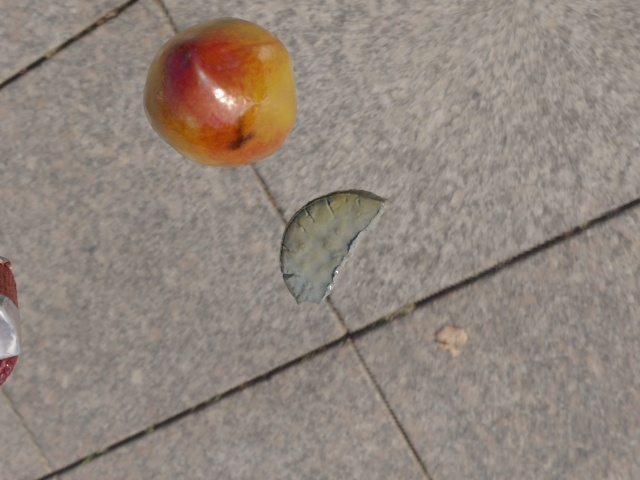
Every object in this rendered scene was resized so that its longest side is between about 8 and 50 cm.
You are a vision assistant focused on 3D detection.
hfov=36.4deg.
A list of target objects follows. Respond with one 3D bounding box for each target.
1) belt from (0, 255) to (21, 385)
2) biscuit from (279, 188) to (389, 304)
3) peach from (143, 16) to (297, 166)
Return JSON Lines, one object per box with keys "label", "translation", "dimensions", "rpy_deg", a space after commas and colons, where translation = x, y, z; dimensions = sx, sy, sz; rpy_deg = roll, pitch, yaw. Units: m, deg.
{"label": "belt", "translation": [-0.335, 0.085, 0.770], "dimensions": [0.201, 0.124, 0.128], "rpy_deg": [-24, 117, -8]}
{"label": "biscuit", "translation": [-0.001, 0.000, 1.802], "dimensions": [0.141, 0.038, 0.289], "rpy_deg": [37, 119, 6]}
{"label": "peach", "translation": [-0.188, -0.270, 1.822], "dimensions": [0.289, 0.308, 0.288], "rpy_deg": [1, 107, 2]}
